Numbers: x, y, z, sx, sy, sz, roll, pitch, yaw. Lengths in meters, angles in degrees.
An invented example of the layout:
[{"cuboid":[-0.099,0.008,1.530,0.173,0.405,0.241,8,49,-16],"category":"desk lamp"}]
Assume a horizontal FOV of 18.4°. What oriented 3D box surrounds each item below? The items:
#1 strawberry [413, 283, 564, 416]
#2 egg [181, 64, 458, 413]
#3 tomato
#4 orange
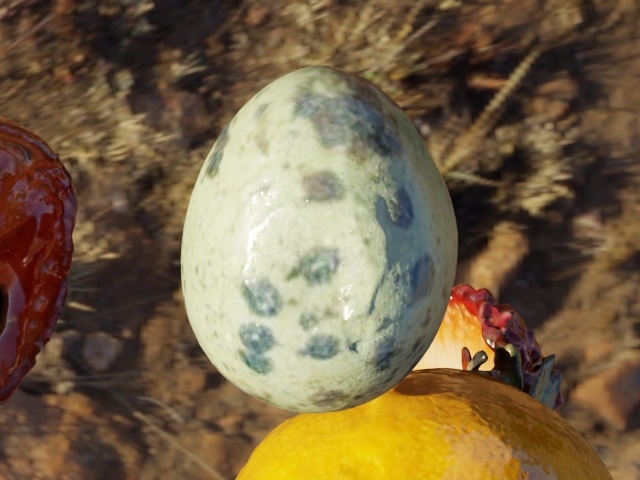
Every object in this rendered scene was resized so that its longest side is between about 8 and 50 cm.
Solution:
[{"cuboid":[0.099,0.088,1.310,0.087,0.208,0.167,-8,117,-20],"category":"strawberry"},{"cuboid":[0.000,0.000,1.002,0.141,0.141,0.182,-4,112,-20],"category":"egg"},{"cuboid":[-0.255,0.016,1.128,0.228,0.101,0.228,-27,129,-39],"category":"tomato"},{"cuboid":[0.061,0.201,1.108,0.261,0.261,0.261,0,89,-20],"category":"orange"}]
